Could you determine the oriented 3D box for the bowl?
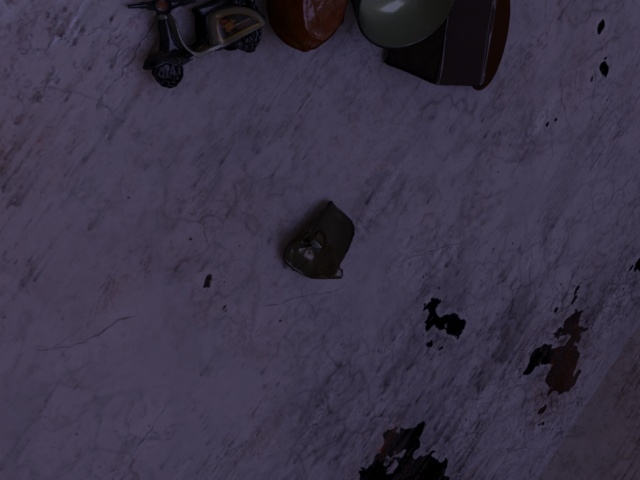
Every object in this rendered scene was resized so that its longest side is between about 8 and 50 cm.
[{"bbox_3d":[0.145,-0.480,1.630,0.211,0.112,0.211,-16,139,-15],"label":"bowl"}]

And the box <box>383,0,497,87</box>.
[{"bbox_3d":[0.250,-0.462,1.780,0.153,0.188,0.252,-9,118,-36],"label":"box"}]

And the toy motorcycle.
[{"bbox_3d":[-0.212,-0.381,1.519,0.263,0.091,0.157,-33,120,-25],"label":"toy motorcycle"}]

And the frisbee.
[{"bbox_3d":[0.382,-0.462,1.927,0.251,0.021,0.251,-45,143,-49],"label":"frisbee"}]

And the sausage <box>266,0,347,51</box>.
[{"bbox_3d":[-0.017,-0.485,1.579,0.153,0.141,0.268,2,109,-31],"label":"sausage"}]

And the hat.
[{"bbox_3d":[0.000,0.000,1.892,0.147,0.085,0.175,47,56,-31],"label":"hat"}]
